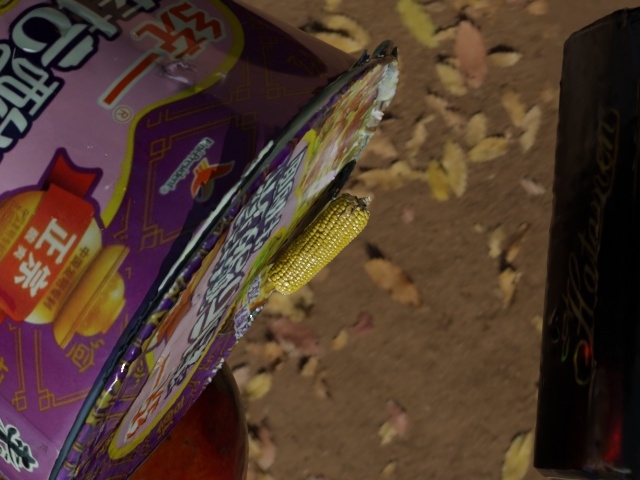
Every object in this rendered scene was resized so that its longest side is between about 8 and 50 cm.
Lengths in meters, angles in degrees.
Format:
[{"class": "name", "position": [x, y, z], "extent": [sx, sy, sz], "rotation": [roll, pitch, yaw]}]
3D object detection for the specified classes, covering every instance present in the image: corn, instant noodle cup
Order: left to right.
[{"class": "instant noodle cup", "position": [-0.153, -0.041, 0.840], "extent": [0.266, 0.340, 0.340], "rotation": [36, 115, 7]}, {"class": "corn", "position": [0.000, 0.000, 0.926], "extent": [0.083, 0.028, 0.027], "rotation": [-44, 128, -1]}]

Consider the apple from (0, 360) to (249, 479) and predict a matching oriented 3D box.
[{"class": "apple", "position": [-0.229, 0.183, 1.112], "extent": [0.329, 0.365, 0.295], "rotation": [47, 155, -6]}]

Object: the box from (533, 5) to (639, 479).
[{"class": "box", "position": [0.331, 0.028, 0.854], "extent": [0.415, 0.116, 0.264], "rotation": [8, 83, -21]}]
